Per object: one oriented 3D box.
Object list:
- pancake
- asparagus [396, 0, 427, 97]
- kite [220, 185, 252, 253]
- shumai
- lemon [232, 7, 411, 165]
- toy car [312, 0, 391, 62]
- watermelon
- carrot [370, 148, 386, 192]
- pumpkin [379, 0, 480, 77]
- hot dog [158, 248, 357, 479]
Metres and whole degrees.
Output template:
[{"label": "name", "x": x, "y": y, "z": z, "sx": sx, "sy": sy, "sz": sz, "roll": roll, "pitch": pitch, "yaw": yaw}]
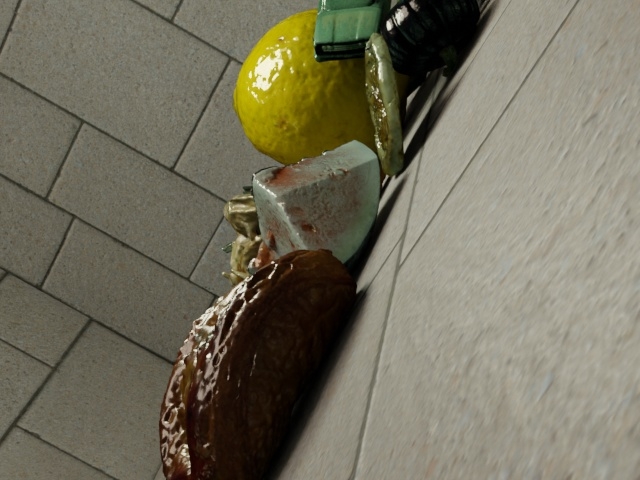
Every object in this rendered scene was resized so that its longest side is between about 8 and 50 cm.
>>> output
[{"label": "pancake", "x": 0.107, "y": -0.230, "z": 1.824, "sx": 0.253, "sy": 0.037, "sz": 0.253, "roll": 172, "pitch": 90, "yaw": -88}, {"label": "asparagus", "x": 0.193, "y": -0.429, "z": 2.237, "sx": 0.082, "sy": 0.085, "sz": 0.343, "roll": -74, "pitch": -16, "yaw": -53}, {"label": "kite", "x": -0.077, "y": -0.054, "z": 2.620, "sx": 0.368, "sy": 0.014, "sz": 0.406, "roll": -28, "pitch": -31, "yaw": 10}, {"label": "shumai", "x": -0.079, "y": 0.034, "z": 2.430, "sx": 0.314, "sy": 0.267, "sz": 0.262, "roll": 9, "pitch": -99, "yaw": -66}, {"label": "lemon", "x": -0.003, "y": -0.298, "z": 2.188, "sx": 0.350, "sy": 0.387, "sz": 0.349, "roll": -6, "pitch": -90, "yaw": -74}, {"label": "toy car", "x": 0.060, "y": -0.458, "z": 2.022, "sx": 0.097, "sy": 0.141, "sz": 0.320, "roll": 73, "pitch": -162, "yaw": -45}, {"label": "watermelon", "x": -0.034, "y": -0.012, "z": 1.688, "sx": 0.320, "sy": 0.214, "sz": 0.289, "roll": -46, "pitch": 22, "yaw": 21}, {"label": "carrot", "x": 0.058, "y": -0.074, "z": 1.902, "sx": 0.193, "sy": 0.087, "sz": 0.087, "roll": -66, "pitch": 6, "yaw": -24}, {"label": "pumpkin", "x": 0.190, "y": -0.372, "z": 1.873, "sx": 0.194, "sy": 0.150, "sz": 0.194, "roll": -61, "pitch": 1, "yaw": 2}, {"label": "hot dog", "x": -0.098, "y": 0.170, "z": 1.436, "sx": 0.387, "sy": 0.174, "sz": 0.267, "roll": -62, "pitch": 9, "yaw": -29}]
